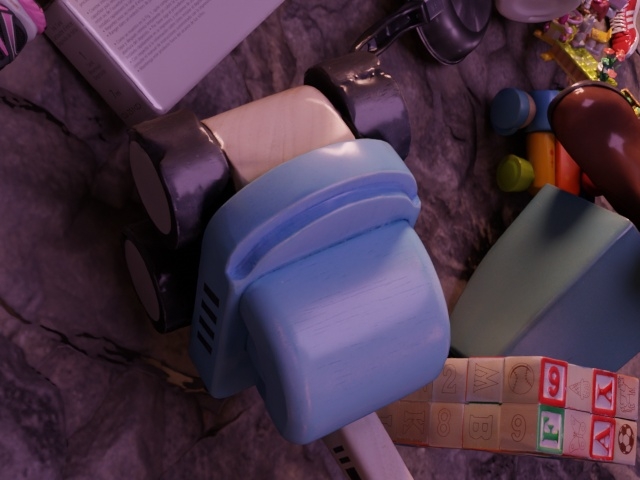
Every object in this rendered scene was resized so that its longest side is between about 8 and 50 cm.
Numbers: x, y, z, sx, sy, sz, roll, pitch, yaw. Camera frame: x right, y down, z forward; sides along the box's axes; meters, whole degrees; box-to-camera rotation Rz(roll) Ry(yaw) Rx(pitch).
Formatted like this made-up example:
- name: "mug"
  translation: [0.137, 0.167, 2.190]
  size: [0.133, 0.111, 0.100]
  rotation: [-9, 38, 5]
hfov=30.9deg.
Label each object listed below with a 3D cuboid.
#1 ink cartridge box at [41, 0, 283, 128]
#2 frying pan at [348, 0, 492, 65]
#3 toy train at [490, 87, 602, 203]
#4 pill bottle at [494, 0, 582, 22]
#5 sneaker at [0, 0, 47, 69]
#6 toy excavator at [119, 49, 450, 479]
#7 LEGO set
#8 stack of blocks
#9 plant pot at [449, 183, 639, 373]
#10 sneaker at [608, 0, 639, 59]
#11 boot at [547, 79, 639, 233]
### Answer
- name: "ink cartridge box"
  translation: [-0.155, -0.291, 1.079]
  size: [0.261, 0.066, 0.296]
  rotation: [50, 55, -15]
- name: "frying pan"
  translation: [0.121, -0.299, 1.323]
  size: [0.326, 0.053, 0.197]
  rotation: [-15, 99, -58]
- name: "toy train"
  translation: [0.285, -0.073, 1.480]
  size: [0.143, 0.105, 0.248]
  rotation: [3, 86, -34]
- name: "pill bottle"
  translation: [0.265, -0.379, 1.450]
  size: [0.112, 0.112, 0.186]
  rotation: [16, 63, -43]
- name: "sneaker"
  translation: [-0.306, -0.202, 0.930]
  size: [0.178, 0.072, 0.077]
  rotation: [39, 73, -30]
- name: "toy excavator"
  translation: [0.014, 0.132, 1.010]
  size: [0.222, 0.433, 0.445]
  rotation: [-21, 63, -22]
- name: "LEGO set"
  translation: [0.357, -0.270, 1.478]
  size: [0.132, 0.107, 0.287]
  rotation: [16, 44, -12]
- name: "stack of blocks"
  translation: [0.152, 0.173, 1.194]
  size: [0.171, 0.297, 0.087]
  rotation: [16, 75, -43]
- name: "plant pot"
  translation: [0.273, 0.085, 1.390]
  size: [0.234, 0.166, 0.165]
  rotation: [-43, 121, -6]
- name: "sneaker"
  translation: [0.428, -0.321, 1.662]
  size: [0.067, 0.042, 0.118]
  rotation: [33, 58, -42]
- name: "boot"
  translation: [0.375, -0.028, 1.312]
  size: [0.264, 0.096, 0.280]
  rotation: [51, 14, -43]
